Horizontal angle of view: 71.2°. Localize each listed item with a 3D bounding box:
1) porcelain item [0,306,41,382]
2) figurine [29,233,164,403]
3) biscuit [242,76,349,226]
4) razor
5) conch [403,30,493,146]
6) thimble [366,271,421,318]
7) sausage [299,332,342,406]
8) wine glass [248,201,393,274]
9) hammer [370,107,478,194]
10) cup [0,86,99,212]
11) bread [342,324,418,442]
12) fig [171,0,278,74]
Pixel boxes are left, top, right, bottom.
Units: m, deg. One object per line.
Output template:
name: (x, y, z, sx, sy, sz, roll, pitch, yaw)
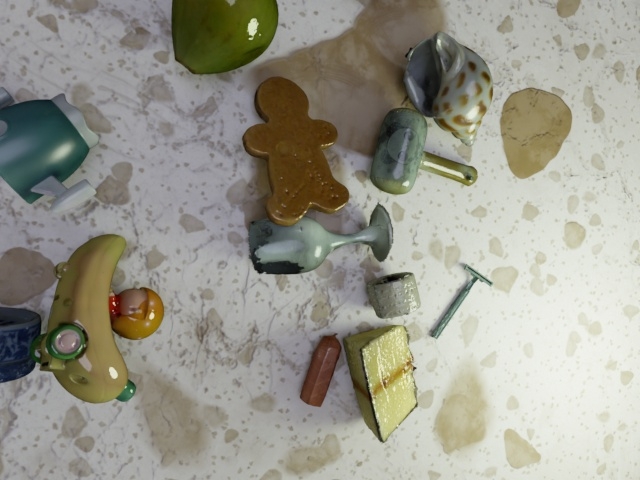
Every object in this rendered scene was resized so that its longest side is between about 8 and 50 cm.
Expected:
porcelain item: (-0.604, 0.194, 0.824, 0.147, 0.147, 0.114, 7, 92, -17)
figurine: (-0.411, 0.144, 0.869, 0.222, 0.124, 0.325, 18, 61, -39)
biscuit: (-0.060, -0.202, 0.979, 0.215, 0.047, 0.340, -15, 77, -24)
razor: (0.356, 0.170, 1.170, 0.084, 0.036, 0.211, 36, 89, 9)
conch: (0.318, -0.351, 1.066, 0.148, 0.182, 0.275, -28, 109, -45)
thimble: (0.177, 0.128, 1.074, 0.115, 0.102, 0.090, -19, 97, -22)
sausage: (0.006, 0.301, 1.055, 0.065, 0.065, 0.170, 19, 89, -17)
wine glass: (0.000, 0.000, 1.000, 0.320, 0.143, 0.144, -8, 95, -14)
hammer: (0.270, -0.188, 1.095, 0.305, 0.113, 0.202, 14, 92, -25)
cup: (-0.517, -0.181, 0.825, 0.173, 0.168, 0.300, -41, 78, -19)
bread: (0.172, 0.325, 1.066, 0.177, 0.135, 0.240, -15, 95, -15)
fig: (-0.191, -0.440, 0.892, 0.207, 0.207, 0.230, 11, 124, -17)
